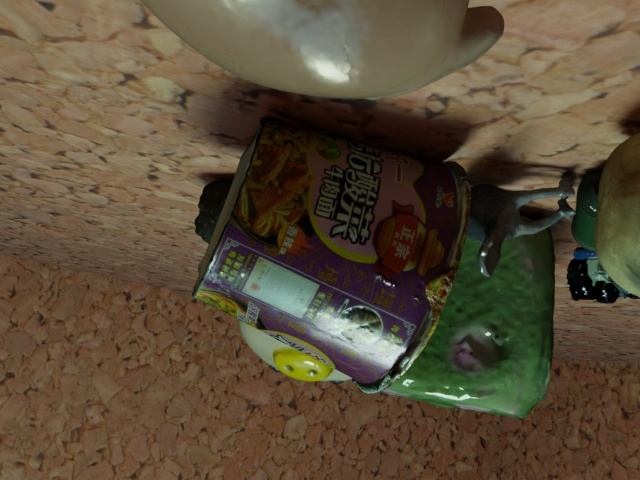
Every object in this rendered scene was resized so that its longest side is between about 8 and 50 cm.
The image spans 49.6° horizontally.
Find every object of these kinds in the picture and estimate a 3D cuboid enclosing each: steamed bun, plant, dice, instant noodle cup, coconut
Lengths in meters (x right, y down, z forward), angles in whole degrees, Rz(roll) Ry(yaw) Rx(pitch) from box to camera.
[{"bbox_3d":[0.001,0.161,1.564,0.374,0.333,0.334,11,168,11],"label":"steamed bun"},{"bbox_3d":[-0.108,-0.034,1.175,0.195,0.132,0.129,8,170,23],"label":"plant"},{"bbox_3d":[0.239,0.129,1.221,0.318,0.330,0.322,3,165,16],"label":"dice"},{"bbox_3d":[0.000,0.000,0.907,0.266,0.339,0.340,22,164,-12],"label":"instant noodle cup"},{"bbox_3d":[0.406,-0.024,0.719,0.224,0.224,0.224,8,167,2],"label":"coconut"}]

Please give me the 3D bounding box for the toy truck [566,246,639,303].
[{"bbox_3d":[0.489,0.038,1.109,0.113,0.126,0.208,-6,168,45],"label":"toy truck"}]

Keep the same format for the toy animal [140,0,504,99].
[{"bbox_3d":[-0.025,-0.181,0.360,0.213,0.195,0.256,-4,161,18],"label":"toy animal"}]

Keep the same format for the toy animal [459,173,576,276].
[{"bbox_3d":[0.249,-0.034,0.935,0.206,0.081,0.367,-12,-166,-4],"label":"toy animal"}]

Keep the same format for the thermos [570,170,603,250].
[{"bbox_3d":[0.389,-0.041,0.949,0.083,0.073,0.188,18,171,22],"label":"thermos"}]
